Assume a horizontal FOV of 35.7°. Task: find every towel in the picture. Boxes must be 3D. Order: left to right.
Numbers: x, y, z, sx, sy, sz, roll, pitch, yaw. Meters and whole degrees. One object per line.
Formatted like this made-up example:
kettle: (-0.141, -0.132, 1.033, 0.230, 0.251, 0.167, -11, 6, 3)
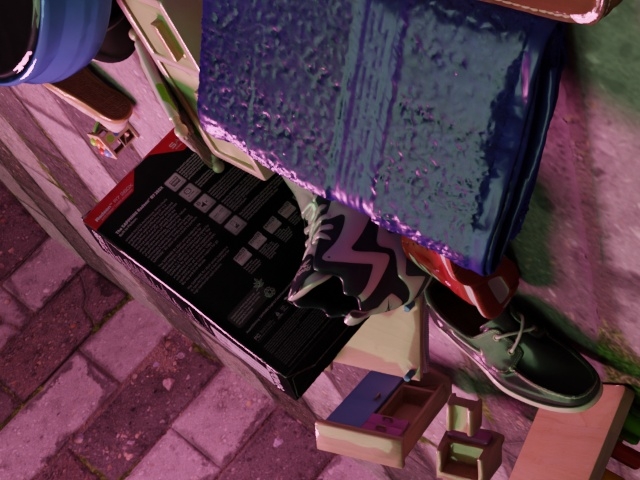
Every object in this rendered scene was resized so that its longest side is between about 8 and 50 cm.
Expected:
towel: (0.039, -0.131, 0.793, 0.308, 0.076, 0.227, 28, 129, 24)

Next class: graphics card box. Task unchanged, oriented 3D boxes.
graphics card box: (-0.098, 0.006, 1.291, 0.371, 0.233, 0.094, 33, 160, 25)

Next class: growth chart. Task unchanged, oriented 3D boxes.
growth chart: (-0.176, -0.170, 1.215, 0.172, 0.021, 0.237, 64, -178, 11)

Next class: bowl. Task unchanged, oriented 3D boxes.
bowl: (-0.367, -0.343, 1.033, 0.391, 0.077, 0.391, 30, 136, 34)

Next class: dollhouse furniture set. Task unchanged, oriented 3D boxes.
dollhouse furniture set: (0.131, 0.145, 1.419, 0.286, 0.198, 0.303, 8, 116, 27)

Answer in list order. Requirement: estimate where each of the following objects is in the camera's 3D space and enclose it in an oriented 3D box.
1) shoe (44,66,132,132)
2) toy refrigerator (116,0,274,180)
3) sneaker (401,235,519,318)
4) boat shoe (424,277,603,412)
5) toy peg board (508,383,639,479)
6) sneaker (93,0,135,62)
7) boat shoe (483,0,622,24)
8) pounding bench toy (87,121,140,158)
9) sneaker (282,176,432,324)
shoe: (-0.396, -0.251, 1.594, 0.219, 0.076, 0.058, 39, 158, 2)
toy refrigerator: (-0.117, -0.191, 1.081, 0.102, 0.094, 0.269, 29, 159, 38)
sneaker: (0.120, -0.006, 1.029, 0.128, 0.087, 0.221, 27, 157, 37)
boat shoe: (0.211, 0.113, 1.121, 0.233, 0.084, 0.079, 35, 163, 33)
toy peg board: (0.308, 0.255, 1.151, 0.079, 0.160, 0.161, 29, 166, -12)
sneaker: (-0.268, -0.300, 1.142, 0.124, 0.107, 0.283, 25, 157, 32)
boat shoe: (0.038, -0.204, 0.635, 0.324, 0.116, 0.123, 27, 160, 22)
pounding bench toy: (-0.367, -0.189, 1.700, 0.052, 0.065, 0.083, 18, 151, 54)
sneaker: (0.000, 0.000, 1.129, 0.235, 0.153, 0.094, 52, 144, 9)
